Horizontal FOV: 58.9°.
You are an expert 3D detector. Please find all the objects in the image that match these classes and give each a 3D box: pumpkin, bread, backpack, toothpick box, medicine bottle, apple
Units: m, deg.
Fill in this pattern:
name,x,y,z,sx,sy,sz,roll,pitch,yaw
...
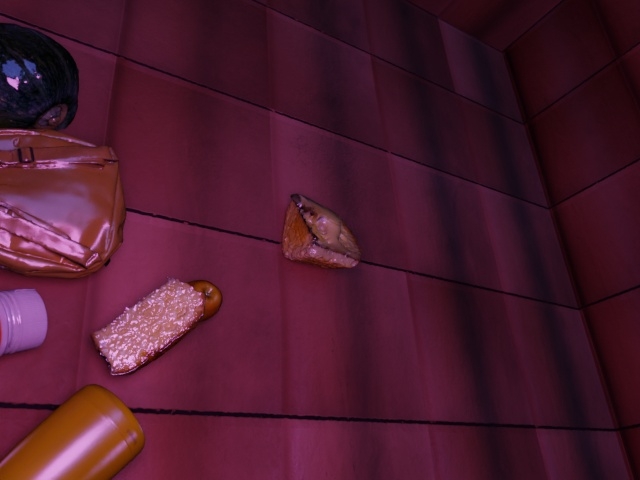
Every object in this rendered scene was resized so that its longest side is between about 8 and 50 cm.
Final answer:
name,x,y,z,sx,sy,sz,roll,pitch,yaw
pumpkin,-0.718,-0.399,1.332,0.263,0.197,0.293,51,44,2
bread,-0.380,0.201,1.279,0.260,0.134,0.129,-36,79,-29
backpack,-0.613,-0.088,1.225,0.378,0.201,0.353,21,55,-29
toothpick box,-0.483,0.417,1.055,0.175,0.175,0.271,50,50,-2
bread,0.000,0.000,1.667,0.204,0.162,0.262,15,34,-28
medicine bottle,-0.662,0.164,1.059,0.252,0.144,0.144,-6,68,-57
apple,-0.296,0.150,1.393,0.114,0.102,0.099,10,58,-34
